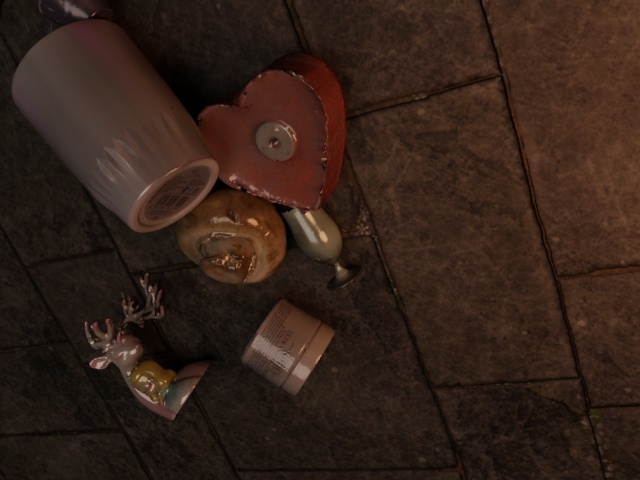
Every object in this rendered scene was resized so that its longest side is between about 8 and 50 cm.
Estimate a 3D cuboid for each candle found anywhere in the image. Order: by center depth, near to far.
[{"bbox_3d":[-0.062,-0.196,1.317,0.317,0.131,0.287,-28,104,42],"label":"candle"}]

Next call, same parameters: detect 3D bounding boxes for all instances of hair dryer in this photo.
[{"bbox_3d":[-0.588,-0.438,1.411,0.301,0.121,0.361,40,131,6],"label":"hair dryer"}]

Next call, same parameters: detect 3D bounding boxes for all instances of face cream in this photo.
[{"bbox_3d":[-0.075,0.237,1.545,0.153,0.177,0.177,31,126,3],"label":"face cream"}]

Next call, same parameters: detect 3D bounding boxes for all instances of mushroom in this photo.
[{"bbox_3d":[-0.194,-0.009,1.444,0.255,0.184,0.254,14,151,8],"label":"mushroom"}]

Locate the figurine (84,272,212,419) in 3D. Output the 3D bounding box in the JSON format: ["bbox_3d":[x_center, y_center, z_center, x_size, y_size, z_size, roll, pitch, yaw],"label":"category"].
[{"bbox_3d":[-0.430,0.267,1.717,0.316,0.206,0.284,32,132,-6],"label":"figurine"}]

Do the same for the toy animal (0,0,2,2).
[{"bbox_3d":[-0.778,-0.545,1.424,0.210,0.121,0.117,24,106,15],"label":"toy animal"}]

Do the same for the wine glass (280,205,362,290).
[{"bbox_3d":[0.000,0.000,1.428,0.093,0.093,0.202,-24,108,32],"label":"wine glass"}]

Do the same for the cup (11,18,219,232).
[{"bbox_3d":[-0.379,-0.215,1.303,0.371,0.253,0.253,48,126,12],"label":"cup"}]
